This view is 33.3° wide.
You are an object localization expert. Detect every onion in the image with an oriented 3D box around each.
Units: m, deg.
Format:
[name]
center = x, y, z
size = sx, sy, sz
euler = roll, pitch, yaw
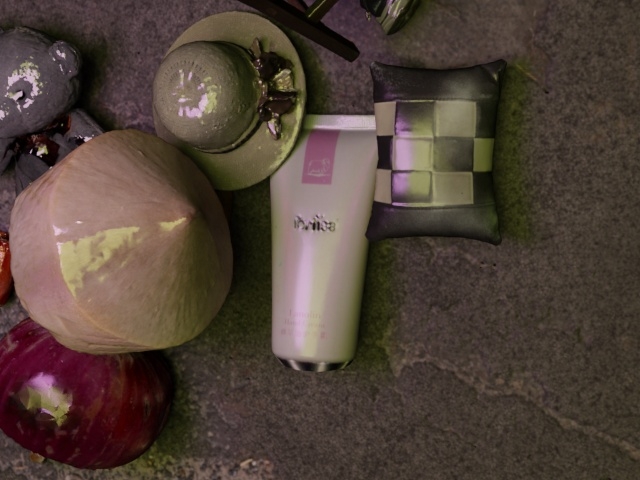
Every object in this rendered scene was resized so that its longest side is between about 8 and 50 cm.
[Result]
[onion]
center = -0.362, 0.231, 1.588
size = 0.256, 0.230, 0.272
euler = 5, 94, 15

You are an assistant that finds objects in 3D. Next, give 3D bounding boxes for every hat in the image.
[hat]
center = -0.156, -0.198, 1.471
size = 0.257, 0.130, 0.257
euler = 0, 91, 23

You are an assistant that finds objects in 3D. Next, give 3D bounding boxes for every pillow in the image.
[pillow]
center = 0.155, -0.119, 1.433
size = 0.186, 0.106, 0.249
euler = 2, 96, 8

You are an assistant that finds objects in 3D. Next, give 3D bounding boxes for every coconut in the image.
[coconut]
center = -0.259, 0.001, 1.431
size = 0.329, 0.329, 0.328
euler = 3, 101, 16

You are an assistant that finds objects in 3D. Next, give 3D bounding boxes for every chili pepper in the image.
[chili pepper]
center = -0.517, 0.045, 1.681
size = 0.070, 0.073, 0.123
euler = 32, 110, 53

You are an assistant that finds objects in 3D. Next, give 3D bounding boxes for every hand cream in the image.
[hand cream]
center = 0.000, 0.000, 1.504
size = 0.186, 0.118, 0.358
euler = 4, 93, 20

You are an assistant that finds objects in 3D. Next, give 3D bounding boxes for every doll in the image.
[doll]
center = -0.422, -0.146, 1.569
size = 0.246, 0.158, 0.340
euler = 6, 104, 25

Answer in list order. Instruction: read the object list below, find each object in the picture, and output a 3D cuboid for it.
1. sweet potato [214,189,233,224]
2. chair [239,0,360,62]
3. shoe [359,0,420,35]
[sweet potato]
center = -0.186, 0.016, 1.586
size = 0.078, 0.058, 0.255
euler = 39, 111, 23
[chair]
center = -0.068, -0.401, 1.254
size = 0.203, 0.416, 0.240
euler = -42, 64, 19
[shoe]
center = 0.101, -0.366, 1.427
size = 0.099, 0.071, 0.169
euler = 35, 109, 13
